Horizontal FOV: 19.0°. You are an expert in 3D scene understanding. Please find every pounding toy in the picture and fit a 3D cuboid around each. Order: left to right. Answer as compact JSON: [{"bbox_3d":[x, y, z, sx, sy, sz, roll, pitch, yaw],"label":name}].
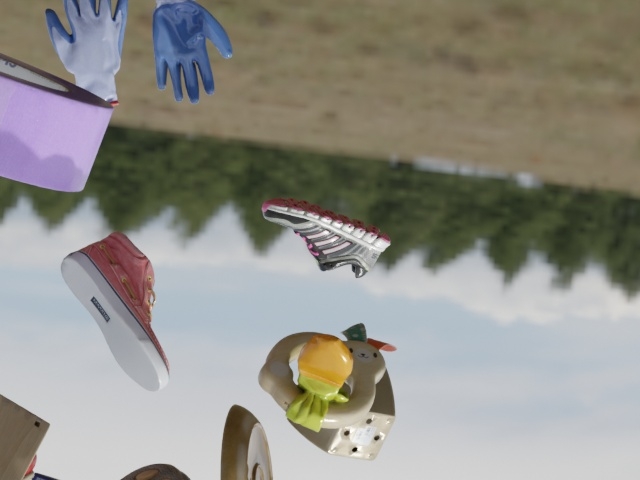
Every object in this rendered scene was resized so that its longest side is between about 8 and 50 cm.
[{"bbox_3d":[-0.314,0.222,1.796,0.100,0.130,0.141,33,141,-11],"label":"pounding toy"}]

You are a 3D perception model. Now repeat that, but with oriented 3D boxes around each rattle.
[{"bbox_3d":[0.032,0.107,2.066,0.130,0.143,0.200,30,-141,32],"label":"rattle"}]

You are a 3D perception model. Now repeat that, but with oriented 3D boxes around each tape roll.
[{"bbox_3d":[-0.340,-0.137,1.819,0.275,0.090,0.275,22,-174,-3],"label":"tape roll"}]

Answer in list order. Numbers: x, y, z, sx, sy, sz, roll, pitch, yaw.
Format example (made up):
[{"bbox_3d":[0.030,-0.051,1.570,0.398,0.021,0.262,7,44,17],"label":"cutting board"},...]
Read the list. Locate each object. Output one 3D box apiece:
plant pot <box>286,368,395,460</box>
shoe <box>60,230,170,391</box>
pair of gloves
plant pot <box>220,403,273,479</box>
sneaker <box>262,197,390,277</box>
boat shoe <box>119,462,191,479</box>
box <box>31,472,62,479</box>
[{"bbox_3d":[0.037,0.225,2.472,0.109,0.109,0.096,13,-155,-28],"label":"plant pot"},{"bbox_3d":[-0.201,0.074,2.078,0.081,0.178,0.063,-33,175,-39],"label":"shoe"},{"bbox_3d":[-0.198,-0.223,2.091,0.198,0.159,0.023,-7,-164,-1],"label":"pair of gloves"},{"bbox_3d":[-0.093,0.334,2.520,0.032,0.236,0.236,-4,-179,8],"label":"plant pot"},{"bbox_3d":[0.000,0.000,2.397,0.170,0.075,0.063,19,-169,-17],"label":"sneaker"},{"bbox_3d":[-0.125,0.361,1.679,0.123,0.324,0.116,-10,151,21],"label":"boat shoe"},{"bbox_3d":[-0.276,0.363,1.960,0.136,0.225,0.036,10,169,42],"label":"box"}]
